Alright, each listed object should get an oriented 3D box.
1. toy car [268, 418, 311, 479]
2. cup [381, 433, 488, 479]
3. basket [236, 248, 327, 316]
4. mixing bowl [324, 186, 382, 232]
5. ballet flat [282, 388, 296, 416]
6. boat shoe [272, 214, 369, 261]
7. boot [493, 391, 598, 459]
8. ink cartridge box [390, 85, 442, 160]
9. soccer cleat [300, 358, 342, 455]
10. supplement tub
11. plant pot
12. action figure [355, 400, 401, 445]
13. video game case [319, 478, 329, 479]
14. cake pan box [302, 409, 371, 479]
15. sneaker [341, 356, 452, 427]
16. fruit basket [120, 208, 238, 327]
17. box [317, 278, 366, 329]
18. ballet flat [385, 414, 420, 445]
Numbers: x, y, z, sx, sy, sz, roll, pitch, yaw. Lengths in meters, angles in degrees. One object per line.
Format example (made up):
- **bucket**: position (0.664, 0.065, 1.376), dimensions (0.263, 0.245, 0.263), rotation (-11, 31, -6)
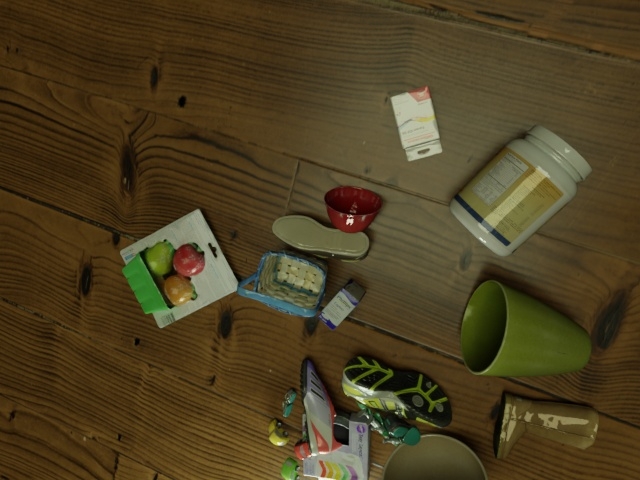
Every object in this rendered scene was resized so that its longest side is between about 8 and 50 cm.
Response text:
- **toy car**: position (-0.114, 0.803, 1.616), dimensions (0.239, 0.053, 0.224), rotation (10, 105, 40)
- **cup**: position (0.385, 0.846, 1.426), dimensions (0.331, 0.331, 0.237), rotation (-10, 122, 17)
- **basket**: position (-0.098, 0.145, 1.407), dimensions (0.255, 0.289, 0.201), rotation (18, 105, 12)
- **mixing bowl**: position (0.097, -0.087, 1.388), dimensions (0.182, 0.181, 0.098), rotation (15, 127, 12)
- **ballet flat**: position (-0.121, 0.603, 1.639), dimensions (0.041, 0.041, 0.114), rotation (22, 105, 10)
- **boat shoe**: position (0.000, 0.000, 1.448), dimensions (0.325, 0.096, 0.116), rotation (11, 67, 10)
- **boot**: position (0.704, 0.614, 1.386), dimensions (0.270, 0.089, 0.236), rotation (9, 103, 12)
- **ink cartridge box**: position (0.292, -0.348, 1.323), dimensions (0.115, 0.067, 0.198), rotation (-14, 97, 17)
- **soccer cleat**: position (-0.006, 0.572, 1.532), dimensions (0.117, 0.108, 0.318), rotation (-7, 67, -7)
- **supplement tub**: position (0.543, -0.134, 1.211), dimensions (0.228, 0.228, 0.316), rotation (44, 108, 4)
- **plant pot**: position (0.607, 0.284, 1.276), dimensions (0.294, 0.275, 0.274), rotation (15, 105, -4)
- **action figure**: position (0.214, 0.644, 1.496), dimensions (0.063, 0.137, 0.232), rotation (-48, 122, -10)
- **video game case**: position (0.056, 0.909, 1.640), dimensions (0.122, 0.011, 0.087), rotation (2, 126, 15)
- **cake pan box**: position (0.059, 0.740, 1.597), dimensions (0.246, 0.070, 0.266), rotation (3, 101, 13)
- **sneaker**: position (0.254, 0.521, 1.485), dimensions (0.385, 0.145, 0.147), rotation (24, 133, 9)
- **fruit basket**: position (-0.515, 0.105, 1.609), dimensions (0.353, 0.165, 0.327), rotation (-28, 93, 3)
- **box**: position (0.073, 0.211, 1.459), dimensions (0.072, 0.126, 0.137), rotation (41, 108, 6)
- **ballet flat**: position (0.267, 0.614, 1.437), dimensions (0.074, 0.074, 0.203), rotation (-28, 136, 18)
